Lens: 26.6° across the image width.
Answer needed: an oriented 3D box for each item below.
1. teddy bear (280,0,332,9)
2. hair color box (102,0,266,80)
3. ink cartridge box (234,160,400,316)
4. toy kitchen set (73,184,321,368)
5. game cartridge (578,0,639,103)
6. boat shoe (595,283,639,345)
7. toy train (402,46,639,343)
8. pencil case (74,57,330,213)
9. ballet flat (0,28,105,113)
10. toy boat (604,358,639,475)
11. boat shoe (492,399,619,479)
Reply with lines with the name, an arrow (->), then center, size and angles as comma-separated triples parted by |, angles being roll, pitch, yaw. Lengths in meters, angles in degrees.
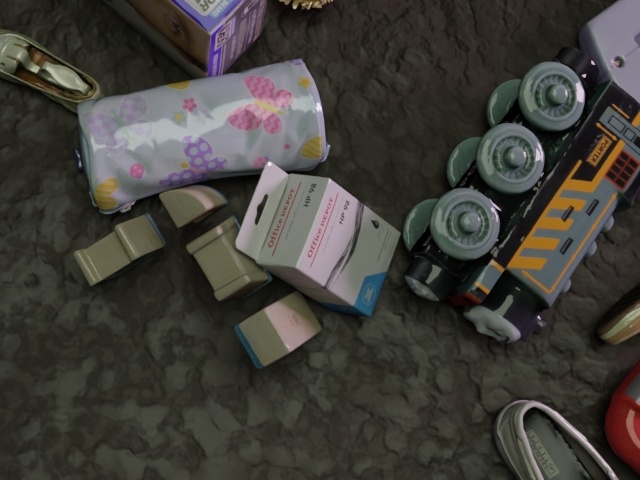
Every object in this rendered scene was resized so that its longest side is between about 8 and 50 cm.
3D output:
teddy bear -> -0.008, -0.424, 1.551 | 0.245, 0.113, 0.338 | 3, 78, 12
hair color box -> -0.214, -0.330, 1.460 | 0.339, 0.185, 0.110 | 39, 77, 3
ink cartridge box -> 0.000, 0.000, 1.421 | 0.060, 0.180, 0.104 | 9, 73, 40
toy kitchen set -> -0.131, 0.057, 1.441 | 0.166, 0.122, 0.207 | -31, 87, 18
game cartridge -> 0.443, -0.170, 1.569 | 0.196, 0.060, 0.294 | -35, 84, -16
boat shoe -> 0.395, 0.070, 1.507 | 0.190, 0.068, 0.072 | -34, 95, -12
toy train -> 0.234, -0.049, 1.481 | 0.190, 0.142, 0.334 | 37, 77, -8
pencil case -> -0.129, -0.113, 1.460 | 0.273, 0.113, 0.124 | -13, 89, -9
ballet flat -> -0.312, -0.194, 1.487 | 0.168, 0.052, 0.057 | 25, 77, 0
toy boat -> 0.426, 0.214, 1.433 | 0.231, 0.151, 0.151 | 40, 77, 3
boat shoe -> 0.286, 0.281, 1.435 | 0.096, 0.088, 0.267 | -30, 83, -12
